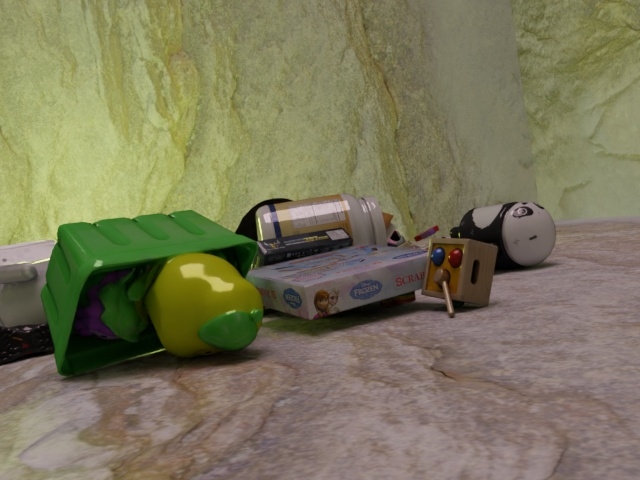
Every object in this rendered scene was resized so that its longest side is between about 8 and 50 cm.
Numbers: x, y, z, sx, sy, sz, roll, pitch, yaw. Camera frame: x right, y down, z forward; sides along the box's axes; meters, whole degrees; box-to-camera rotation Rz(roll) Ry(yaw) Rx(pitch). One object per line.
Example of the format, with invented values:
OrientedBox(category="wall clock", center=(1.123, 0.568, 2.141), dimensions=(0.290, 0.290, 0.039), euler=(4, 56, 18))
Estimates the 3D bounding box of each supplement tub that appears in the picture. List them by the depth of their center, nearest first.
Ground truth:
OrientedBox(category="supplement tub", center=(0.000, 0.000, 1.804), dimensions=(0.316, 0.229, 0.228), euler=(-9, 2, -8))

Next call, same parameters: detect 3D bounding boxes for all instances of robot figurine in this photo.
OrientedBox(category="robot figurine", center=(-0.652, 0.145, 1.660), dimensions=(0.353, 0.200, 0.300), euler=(-12, -42, 23))
OrientedBox(category="robot figurine", center=(0.472, -0.014, 1.786), dimensions=(0.173, 0.209, 0.278), euler=(33, -23, -30))

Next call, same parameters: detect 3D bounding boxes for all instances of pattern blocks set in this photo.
OrientedBox(category="pattern blocks set", center=(0.197, 0.049, 2.022), dimensions=(0.324, 0.026, 0.285), euler=(-29, -3, 16))

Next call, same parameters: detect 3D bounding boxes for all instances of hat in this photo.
OrientedBox(category="hat", center=(-0.124, 0.024, 2.288), dimensions=(0.331, 0.332, 0.134), euler=(-9, 36, -19))

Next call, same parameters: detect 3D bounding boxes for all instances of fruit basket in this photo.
OrientedBox(category="fruit basket", center=(-0.254, 0.112, 1.194), dimensions=(0.391, 0.283, 0.392), euler=(20, 29, -12))

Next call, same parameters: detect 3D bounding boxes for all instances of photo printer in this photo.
OrientedBox(category="photo printer", center=(-0.831, 0.149, 1.848), dimensions=(0.256, 0.107, 0.308), euler=(-12, -39, -40))

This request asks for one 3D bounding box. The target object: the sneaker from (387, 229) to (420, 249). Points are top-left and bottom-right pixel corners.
OrientedBox(category="sneaker", center=(0.284, 0.020, 2.432), dimensions=(0.112, 0.131, 0.319), euler=(-8, 1, 25))

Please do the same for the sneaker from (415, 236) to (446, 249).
OrientedBox(category="sneaker", center=(0.293, 0.052, 1.971), dimensions=(0.121, 0.099, 0.262), euler=(-13, -2, 31))

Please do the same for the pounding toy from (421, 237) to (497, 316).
OrientedBox(category="pounding toy", center=(0.244, 0.068, 1.243), dimensions=(0.100, 0.141, 0.130), euler=(13, -5, -29))

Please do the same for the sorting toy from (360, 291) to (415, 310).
OrientedBox(category="sorting toy", center=(0.108, 0.113, 1.453), dimensions=(0.132, 0.046, 0.274), euler=(-9, 7, -6))

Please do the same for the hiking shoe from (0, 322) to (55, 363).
OrientedBox(category="hiking shoe", center=(-0.668, 0.226, 1.478), dimensions=(0.226, 0.086, 0.114), euler=(-1, -14, -31))

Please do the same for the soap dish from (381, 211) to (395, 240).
OrientedBox(category="soap dish", center=(0.110, 0.003, 2.291), dimensions=(0.118, 0.229, 0.291), euler=(36, -12, -14))

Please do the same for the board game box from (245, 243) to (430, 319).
OrientedBox(category="board game box", center=(0.037, 0.073, 1.387), dimensions=(0.318, 0.066, 0.318), euler=(-13, 8, -27))

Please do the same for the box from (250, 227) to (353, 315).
OrientedBox(category="box", center=(-0.049, 0.073, 1.590), dimensions=(0.232, 0.184, 0.059), euler=(-10, 38, -28))
